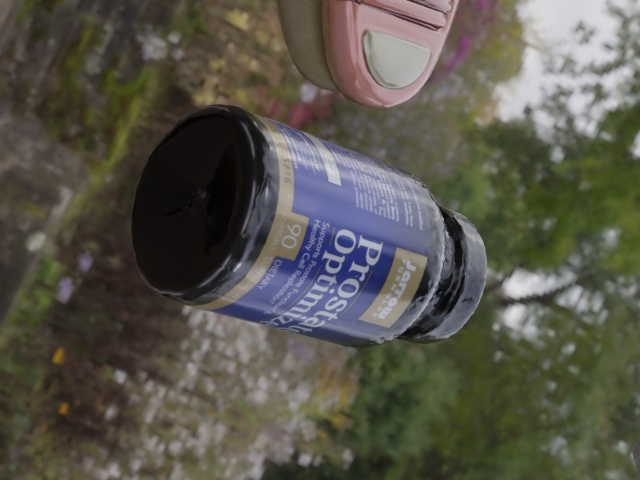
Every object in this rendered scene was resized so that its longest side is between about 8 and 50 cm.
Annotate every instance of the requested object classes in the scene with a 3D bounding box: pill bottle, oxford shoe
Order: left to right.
[{"bbox_3d":[-0.008,-0.256,0.760,0.140,0.146,0.397,12,75,-59],"label":"oxford shoe"},{"bbox_3d":[0.000,0.000,0.958,0.123,0.219,0.123,-18,-116,43],"label":"pill bottle"}]

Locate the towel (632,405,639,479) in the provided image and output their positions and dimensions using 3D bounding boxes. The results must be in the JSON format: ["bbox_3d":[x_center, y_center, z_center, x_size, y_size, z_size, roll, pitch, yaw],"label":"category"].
[{"bbox_3d":[0.292,0.184,0.782,0.374,0.090,0.320,138,-39,-58],"label":"towel"}]
